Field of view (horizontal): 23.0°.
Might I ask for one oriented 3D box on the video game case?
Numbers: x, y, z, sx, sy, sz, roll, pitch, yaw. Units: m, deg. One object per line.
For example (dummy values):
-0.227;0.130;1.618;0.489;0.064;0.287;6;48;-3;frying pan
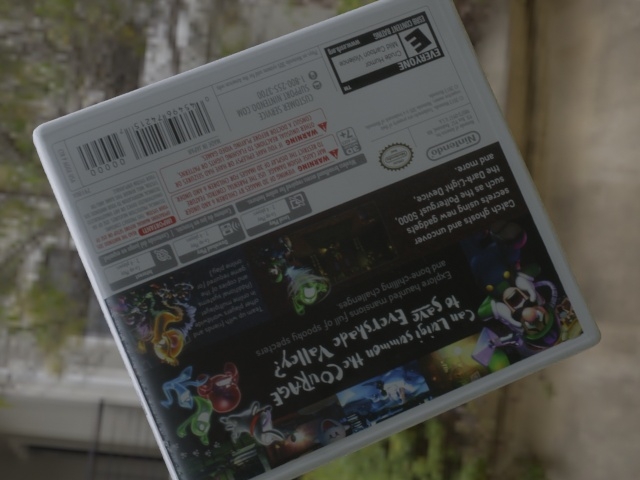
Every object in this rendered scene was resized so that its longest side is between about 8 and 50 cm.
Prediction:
0.000;0.000;0.661;0.022;0.190;0.173;135;112;-75;video game case
